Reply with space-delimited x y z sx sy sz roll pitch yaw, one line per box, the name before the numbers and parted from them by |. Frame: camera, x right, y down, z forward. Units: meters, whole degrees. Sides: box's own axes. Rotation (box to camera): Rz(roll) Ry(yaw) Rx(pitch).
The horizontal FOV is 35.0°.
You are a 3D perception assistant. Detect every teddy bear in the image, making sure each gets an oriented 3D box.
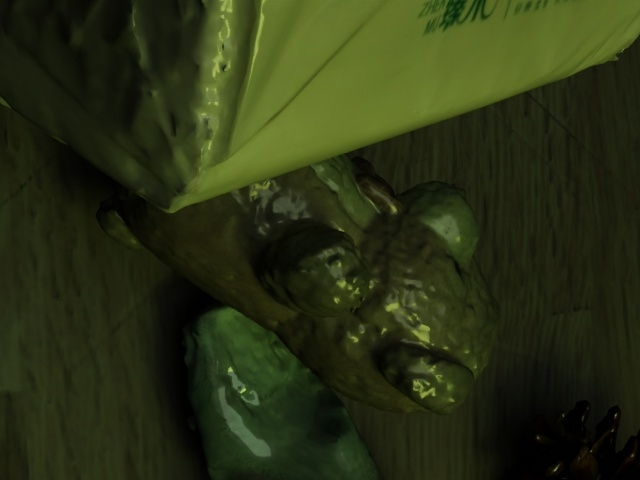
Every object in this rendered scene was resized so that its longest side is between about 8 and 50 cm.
teddy bear | -0.001 0.000 0.642 0.267 0.236 0.151 32 102 -5

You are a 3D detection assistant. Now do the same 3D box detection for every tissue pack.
tissue pack | -0.013 -0.189 0.517 0.380 0.297 0.207 -26 139 -47

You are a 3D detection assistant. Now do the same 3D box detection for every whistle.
whistle | 0.001 0.200 0.693 0.189 0.189 0.347 -26 82 -28

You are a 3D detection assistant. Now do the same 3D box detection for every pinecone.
pinecone | 0.226 0.207 0.812 0.163 0.163 0.165 -41 96 -24
